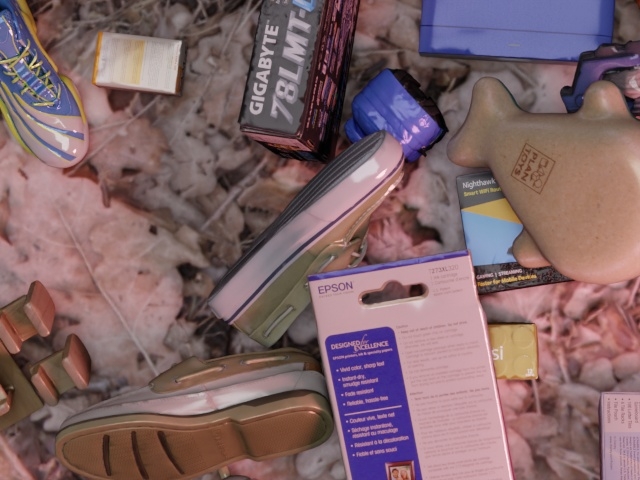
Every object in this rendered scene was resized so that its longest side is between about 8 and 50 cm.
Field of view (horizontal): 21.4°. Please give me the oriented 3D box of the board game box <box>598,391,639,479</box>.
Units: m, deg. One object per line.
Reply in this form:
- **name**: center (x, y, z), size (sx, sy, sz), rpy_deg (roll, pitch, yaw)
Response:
- **board game box**: center (0.451, 0.317, 1.755), size (0.318, 0.066, 0.319), rpy_deg (0, 69, 7)

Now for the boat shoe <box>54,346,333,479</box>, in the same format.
- **boat shoe**: center (-0.139, 0.189, 1.855), size (0.302, 0.113, 0.103), rpy_deg (-7, 44, -1)

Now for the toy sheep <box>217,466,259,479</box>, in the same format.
- **toy sheep**: center (-0.087, 0.304, 1.856), size (0.091, 0.091, 0.132), rpy_deg (-28, 80, 5)

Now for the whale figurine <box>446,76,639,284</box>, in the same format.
- **whale figurine**: center (0.265, -0.070, 1.774), size (0.272, 0.141, 0.216), rpy_deg (33, 112, 30)

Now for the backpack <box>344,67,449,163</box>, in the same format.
- **backpack**: center (0.080, -0.127, 1.834), size (0.098, 0.120, 0.101), rpy_deg (44, 93, 5)

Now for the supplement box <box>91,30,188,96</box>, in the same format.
- **supplement box**: center (-0.203, -0.198, 1.910), size (0.098, 0.036, 0.062), rpy_deg (8, 88, 7)

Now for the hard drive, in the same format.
- **hard drive**: center (0.225, -0.357, 1.867), size (0.210, 0.040, 0.319), rpy_deg (4, 88, 7)

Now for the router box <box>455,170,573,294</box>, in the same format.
- **router box**: center (0.245, -0.018, 1.849), size (0.179, 0.046, 0.133), rpy_deg (-9, 86, 6)

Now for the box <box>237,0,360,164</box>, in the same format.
- **box**: center (-0.007, -0.237, 1.762), size (0.073, 0.293, 0.296), rpy_deg (10, 89, 5)

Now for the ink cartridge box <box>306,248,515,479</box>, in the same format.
- **ink cartridge box**: center (0.106, 0.193, 1.800), size (0.175, 0.069, 0.371), rpy_deg (-9, 104, 8)

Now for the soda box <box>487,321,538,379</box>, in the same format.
- **soda box**: center (0.146, 0.121, 1.848), size (0.181, 0.058, 0.061), rpy_deg (-1, 88, 6)

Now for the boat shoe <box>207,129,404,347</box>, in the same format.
- **boat shoe**: center (0.000, 0.000, 1.822), size (0.094, 0.109, 0.302), rpy_deg (40, 123, -10)

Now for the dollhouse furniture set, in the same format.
- **dollhouse furniture set**: center (-0.404, 0.098, 1.895), size (0.212, 0.161, 0.242), rpy_deg (-30, 107, 5)

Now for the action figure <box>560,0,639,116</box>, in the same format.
- **action figure**: center (0.435, -0.227, 1.771), size (0.341, 0.178, 0.330), rpy_deg (4, 101, 26)

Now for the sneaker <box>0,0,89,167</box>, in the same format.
- **sneaker**: center (-0.342, -0.190, 1.881), size (0.091, 0.126, 0.240), rpy_deg (-31, 84, 4)
